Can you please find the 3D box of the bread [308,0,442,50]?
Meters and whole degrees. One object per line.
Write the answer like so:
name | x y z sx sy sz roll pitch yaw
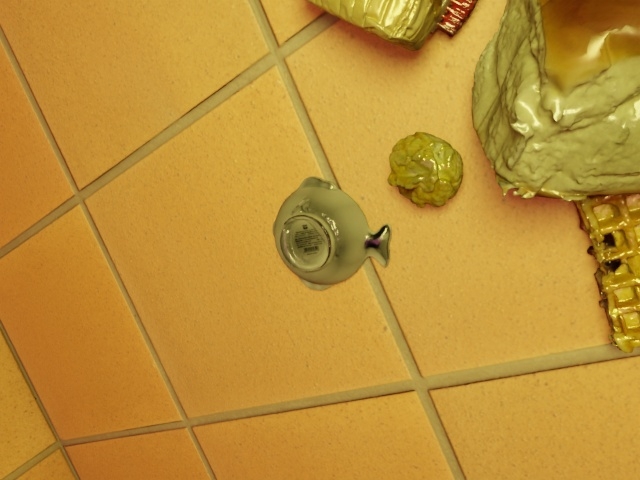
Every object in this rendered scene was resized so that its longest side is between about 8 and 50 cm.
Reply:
bread | 0.062 -0.354 0.554 0.236 0.140 0.106 43 121 27

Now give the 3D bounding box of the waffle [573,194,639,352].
waffle | 0.458 0.006 0.526 0.283 0.065 0.310 29 111 14

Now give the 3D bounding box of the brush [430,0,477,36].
brush | 0.239 -0.424 0.514 0.050 0.060 0.321 29 116 2

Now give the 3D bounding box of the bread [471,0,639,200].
bread | 0.325 -0.191 0.427 0.278 0.250 0.225 0 139 10

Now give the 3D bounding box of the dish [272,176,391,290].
dish | 0.000 0.000 0.734 0.245 0.078 0.224 8 106 23

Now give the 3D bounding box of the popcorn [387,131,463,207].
popcorn | 0.158 -0.106 0.614 0.116 0.106 0.121 -14 98 18
